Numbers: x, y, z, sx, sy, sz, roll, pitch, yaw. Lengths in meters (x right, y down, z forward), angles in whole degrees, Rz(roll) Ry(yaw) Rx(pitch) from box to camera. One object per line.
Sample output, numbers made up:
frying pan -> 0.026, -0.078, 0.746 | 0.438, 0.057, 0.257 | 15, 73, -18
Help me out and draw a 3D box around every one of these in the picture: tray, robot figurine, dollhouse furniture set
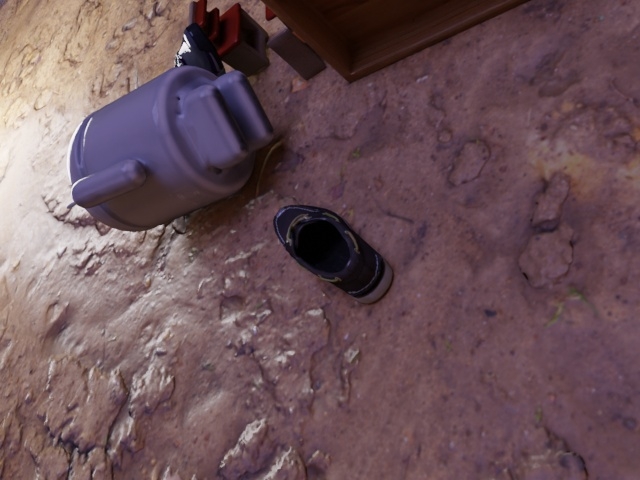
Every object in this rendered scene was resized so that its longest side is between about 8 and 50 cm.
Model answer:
tray -> 0.138, -0.353, 1.102 | 0.410, 0.202, 0.076 | -19, 50, 36
robot figurine -> -0.240, -0.131, 1.327 | 0.353, 0.200, 0.300 | -19, 11, 36
dollhouse furniture set -> -0.068, -0.377, 1.382 | 0.259, 0.135, 0.262 | -29, 45, 28

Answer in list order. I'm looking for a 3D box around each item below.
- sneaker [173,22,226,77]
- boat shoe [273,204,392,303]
sneaker -> -0.202, -0.250, 1.378 | 0.098, 0.224, 0.083 | -31, 76, -9
boat shoe -> 0.000, 0.000, 1.093 | 0.081, 0.068, 0.227 | -55, 39, -1
